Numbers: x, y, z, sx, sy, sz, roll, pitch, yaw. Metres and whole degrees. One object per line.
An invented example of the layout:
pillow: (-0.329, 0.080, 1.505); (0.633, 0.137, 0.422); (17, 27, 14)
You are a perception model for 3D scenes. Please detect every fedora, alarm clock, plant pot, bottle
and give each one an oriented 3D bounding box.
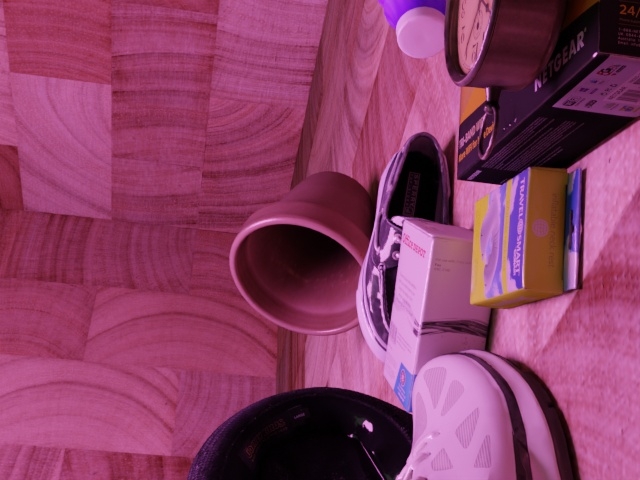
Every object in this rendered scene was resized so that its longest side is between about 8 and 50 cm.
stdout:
fedora: (0.003, 0.320, 1.034); (0.334, 0.334, 0.153); (-96, 4, -59)
alarm clock: (0.129, -0.152, 0.644); (0.129, 0.064, 0.192); (-165, 83, -82)
plant pot: (0.000, 0.000, 1.616); (0.229, 0.263, 0.263); (-64, -10, -48)
bottle: (0.129, -0.360, 1.243); (0.092, 0.118, 0.283); (105, 170, -47)

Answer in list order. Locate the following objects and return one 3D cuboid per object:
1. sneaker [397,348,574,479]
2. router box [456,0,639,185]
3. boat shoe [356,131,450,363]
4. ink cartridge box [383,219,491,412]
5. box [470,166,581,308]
sneaker: (0.062, 0.222, 0.731); (0.447, 0.257, 0.169); (-98, 16, -63)
router box: (0.196, -0.198, 0.739); (0.309, 0.081, 0.243); (126, 149, -75)
boat shoe: (0.115, 0.005, 1.145); (0.102, 0.108, 0.301); (109, 172, -66)
ink cartridge box: (0.130, 0.082, 1.012); (0.139, 0.082, 0.191); (-126, 44, -79)
box: (0.183, 0.001, 0.832); (0.178, 0.042, 0.109); (129, 146, -78)
